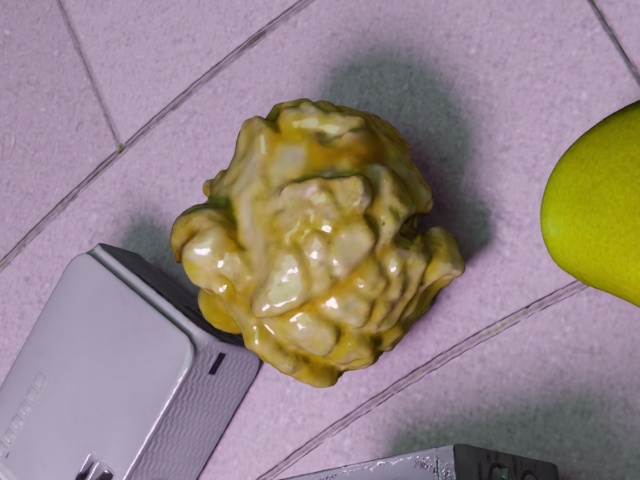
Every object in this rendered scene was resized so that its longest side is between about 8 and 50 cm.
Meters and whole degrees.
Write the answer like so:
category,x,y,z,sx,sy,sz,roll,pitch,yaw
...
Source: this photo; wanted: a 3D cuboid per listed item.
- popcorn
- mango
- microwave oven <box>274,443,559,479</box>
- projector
category,x,y,z,sx,sy,sz,roll,pitch,yaw
popcorn,0.000,0.000,1.532,0.255,0.195,0.256,-5,76,26
mango,0.289,-0.029,1.339,0.273,0.149,0.185,26,96,44
microwave oven,0.081,0.327,1.384,0.237,0.181,0.295,-17,69,35
projector,-0.194,0.158,1.686,0.198,0.108,0.250,35,99,38
